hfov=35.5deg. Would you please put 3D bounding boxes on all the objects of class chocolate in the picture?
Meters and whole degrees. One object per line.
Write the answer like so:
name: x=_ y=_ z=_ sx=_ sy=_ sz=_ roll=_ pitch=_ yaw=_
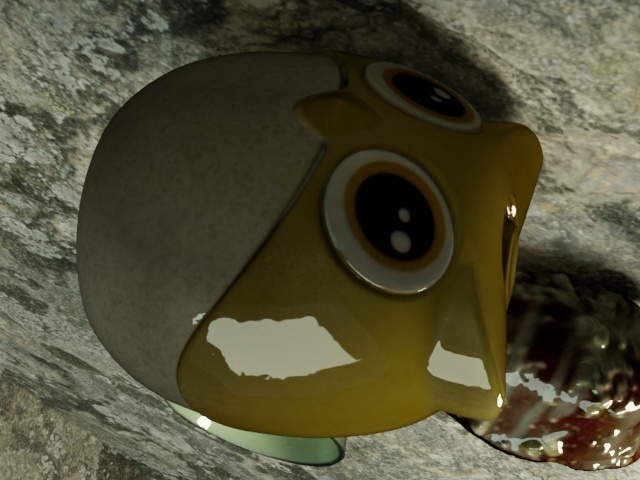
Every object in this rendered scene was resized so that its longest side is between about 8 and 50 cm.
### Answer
chocolate: x=0.312 y=0.153 z=1.325 sx=0.340 sy=0.225 sz=0.210 roll=20 pitch=141 yaw=2

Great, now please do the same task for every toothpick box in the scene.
toothpick box: x=0.000 y=0.000 z=1.046 sx=0.425 sy=0.409 sz=0.409 roll=7 pitch=151 yaw=14

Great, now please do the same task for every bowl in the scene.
bowl: x=-0.096 y=0.268 z=1.869 sx=0.354 sy=0.185 sz=0.354 roll=17 pitch=154 yaw=9
